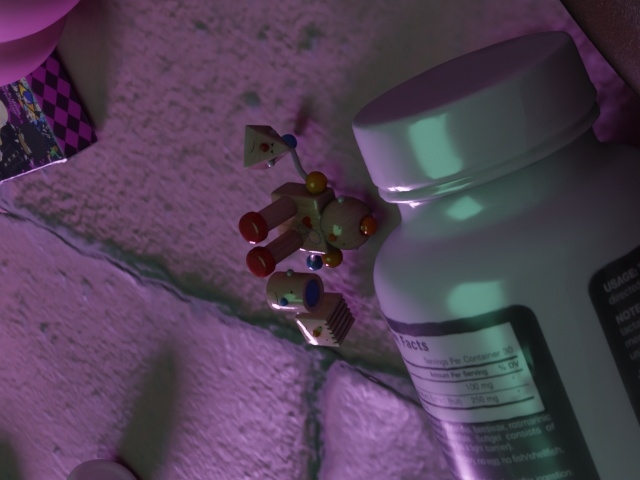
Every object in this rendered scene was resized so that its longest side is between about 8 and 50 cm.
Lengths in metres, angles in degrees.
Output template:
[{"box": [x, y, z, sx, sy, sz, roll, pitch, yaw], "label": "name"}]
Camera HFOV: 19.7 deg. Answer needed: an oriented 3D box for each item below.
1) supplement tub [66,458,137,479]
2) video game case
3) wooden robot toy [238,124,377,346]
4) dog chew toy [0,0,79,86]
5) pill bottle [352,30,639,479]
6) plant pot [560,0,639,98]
[{"box": [-0.200, 0.246, 1.615, 0.071, 0.071, 0.107, 44, 141, 15], "label": "supplement tub"}, {"box": [-0.292, -0.153, 1.457, 0.210, 0.042, 0.232, -15, 105, 51], "label": "video game case"}, {"box": [0.000, 0.000, 1.233, 0.079, 0.076, 0.173, 4, 119, 33], "label": "wooden robot toy"}, {"box": [-0.227, -0.228, 1.222, 0.206, 0.206, 0.332, 42, 148, 18], "label": "dog chew toy"}, {"box": [0.135, 0.054, 1.033, 0.176, 0.176, 0.318, -7, 110, 49], "label": "pill bottle"}, {"box": [0.212, -0.120, 0.834, 0.230, 0.215, 0.215, 36, 140, 47], "label": "plant pot"}]
